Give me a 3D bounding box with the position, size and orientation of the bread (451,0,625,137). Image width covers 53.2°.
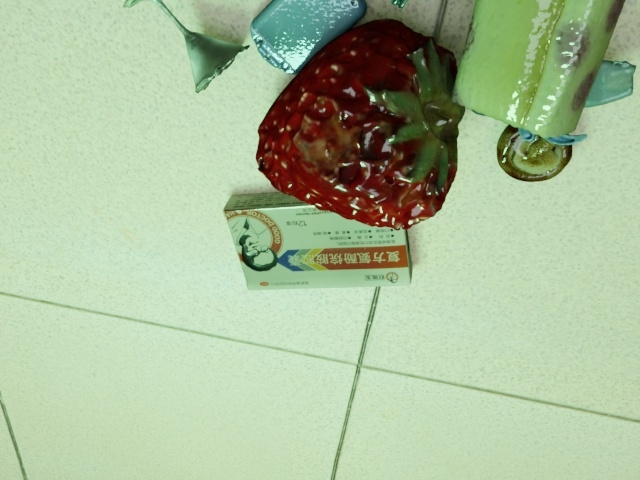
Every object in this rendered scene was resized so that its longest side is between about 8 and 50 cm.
[{"bbox_3d":[0.298,-0.315,0.830,0.187,0.155,0.338,29,130,27],"label":"bread"}]

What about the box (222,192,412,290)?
[{"bbox_3d":[0.000,0.000,1.294,0.353,0.069,0.214,-2,127,14],"label":"box"}]

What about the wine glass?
[{"bbox_3d":[-0.222,-0.346,1.046,0.122,0.122,0.183,-31,111,29],"label":"wine glass"}]

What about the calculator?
[{"bbox_3d":[-0.020,-0.361,1.035,0.121,0.039,0.210,41,123,-20],"label":"calculator"}]

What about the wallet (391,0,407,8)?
[{"bbox_3d":[0.165,-0.435,0.787,0.054,0.290,0.251,24,129,-15],"label":"wallet"}]

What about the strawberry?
[{"bbox_3d":[0.051,-0.167,1.039,0.345,0.295,0.317,-6,91,45],"label":"strawberry"}]

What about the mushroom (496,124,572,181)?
[{"bbox_3d":[0.361,-0.153,1.088,0.127,0.087,0.127,5,123,8],"label":"mushroom"}]

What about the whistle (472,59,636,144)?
[{"bbox_3d":[0.346,-0.239,1.006,0.269,0.093,0.180,1,94,21],"label":"whistle"}]
